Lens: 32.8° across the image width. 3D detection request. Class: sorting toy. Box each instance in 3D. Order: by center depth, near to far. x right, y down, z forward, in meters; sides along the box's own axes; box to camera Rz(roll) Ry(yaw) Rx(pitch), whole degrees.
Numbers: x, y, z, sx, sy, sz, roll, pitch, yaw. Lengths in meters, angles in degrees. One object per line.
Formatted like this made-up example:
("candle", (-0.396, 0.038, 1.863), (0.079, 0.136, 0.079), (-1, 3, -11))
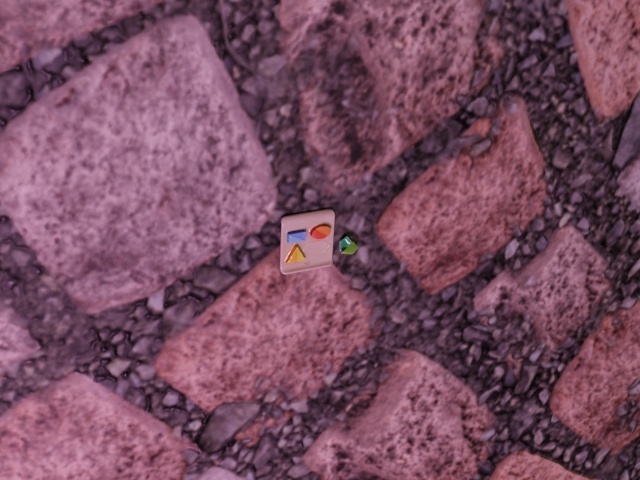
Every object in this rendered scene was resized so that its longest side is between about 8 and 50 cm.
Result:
("sorting toy", (0.000, 0.000, 1.079), (0.083, 0.012, 0.062), (-10, 118, -22))
